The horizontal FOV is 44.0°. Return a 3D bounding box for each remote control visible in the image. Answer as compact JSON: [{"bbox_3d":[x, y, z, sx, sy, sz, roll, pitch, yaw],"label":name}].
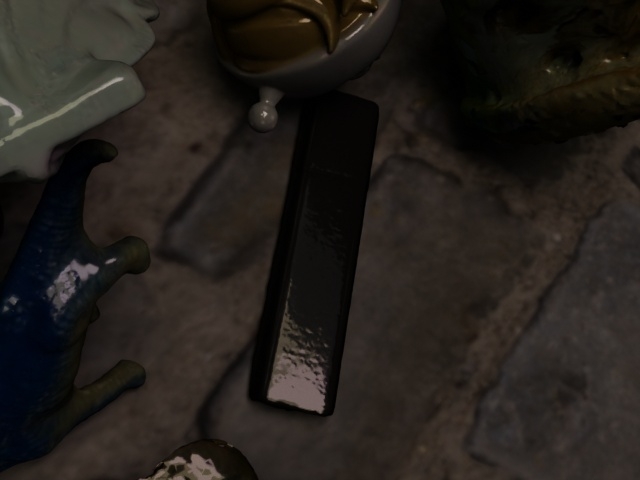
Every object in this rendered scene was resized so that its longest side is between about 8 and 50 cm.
[{"bbox_3d":[0.000,0.000,0.558,0.063,0.025,0.245,13,66,-9],"label":"remote control"}]

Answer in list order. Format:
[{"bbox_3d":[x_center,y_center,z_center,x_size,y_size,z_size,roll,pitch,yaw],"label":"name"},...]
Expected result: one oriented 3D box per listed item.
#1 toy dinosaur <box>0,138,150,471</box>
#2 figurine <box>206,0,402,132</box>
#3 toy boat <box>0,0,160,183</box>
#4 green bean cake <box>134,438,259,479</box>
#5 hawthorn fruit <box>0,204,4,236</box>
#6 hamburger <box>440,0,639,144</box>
[{"bbox_3d":[-0.162,0.072,0.389,0.075,0.248,0.188,29,43,9],"label":"toy dinosaur"},{"bbox_3d":[0.012,-0.205,0.592,0.193,0.133,0.274,-4,37,20],"label":"figurine"},{"bbox_3d":[-0.184,-0.110,0.403,0.199,0.290,0.100,-35,128,-13],"label":"toy boat"},{"bbox_3d":[-0.082,0.220,0.408,0.181,0.094,0.173,-33,83,-25],"label":"green bean cake"},{"bbox_3d":[-0.234,-0.018,0.457,0.093,0.081,0.081,-14,75,-20],"label":"hawthorn fruit"},{"bbox_3d":[0.184,-0.169,0.545,0.167,0.288,0.192,45,75,-19],"label":"hamburger"}]
